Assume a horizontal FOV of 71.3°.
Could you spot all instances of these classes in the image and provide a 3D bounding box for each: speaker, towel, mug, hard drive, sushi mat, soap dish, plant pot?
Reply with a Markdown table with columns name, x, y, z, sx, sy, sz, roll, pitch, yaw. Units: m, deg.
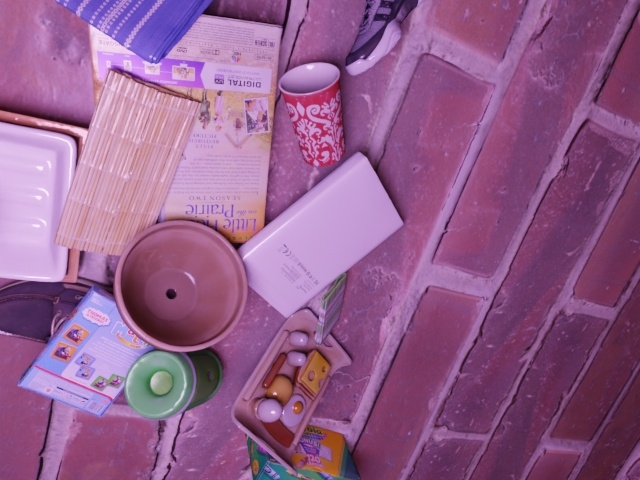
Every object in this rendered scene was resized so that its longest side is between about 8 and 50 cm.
| name | x | y | z | sx | sy | sz | roll | pitch | yaw |
| --- | --- | --- | --- | --- | --- | --- | --- | --- | --- |
| speaker | -0.280 | 0.277 | 0.896 | 0.131 | 0.296 | 0.131 | 0 | 76 | -1 |
| towel | -0.323 | -0.436 | 0.658 | 0.335 | 0.040 | 0.243 | 32 | 71 | -10 |
| mug | 0.006 | -0.247 | 0.870 | 0.150 | 0.113 | 0.169 | -41 | 142 | -24 |
| hard drive | 0.000 | 0.000 | 0.982 | 0.353 | 0.047 | 0.233 | -39 | 134 | 1 |
| sushi mat | -0.329 | -0.114 | 0.758 | 0.151 | 0.019 | 0.317 | 13 | 113 | -40 |
| soap dish | -0.535 | -0.079 | 0.779 | 0.228 | 0.118 | 0.291 | 8 | 107 | -20 |
| plant pot | -0.265 | 0.090 | 0.834 | 0.237 | 0.109 | 0.238 | 12 | 68 | -31 |
| towel | 0.022 | 0.160 | 1.044 | 0.023 | 0.113 | 0.152 | 21 | 127 | 19 |

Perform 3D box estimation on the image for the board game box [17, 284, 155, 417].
| name | x | y | z | sx | sy | sz | roll | pitch | yaw |
| --- | --- | --- | --- | --- | --- | --- | --- | --- | --- |
| board game box | -0.415 | 0.209 | 0.830 | 0.160 | 0.039 | 0.212 | 39 | 91 | -29 |

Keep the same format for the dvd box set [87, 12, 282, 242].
| name | x | y | z | sx | sy | sz | roll | pitch | yaw |
| --- | --- | --- | --- | --- | --- | --- | --- | --- | --- |
| dvd box set | -0.241 | -0.188 | 0.818 | 0.307 | 0.062 | 0.421 | -3 | 119 | -21 |

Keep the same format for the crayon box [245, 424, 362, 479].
| name | x | y | z | sx | sy | sz | roll | pitch | yaw |
| --- | --- | --- | --- | --- | --- | --- | --- | --- | --- |
| crayon box | -0.047 | 0.560 | 1.152 | 0.278 | 0.165 | 0.081 | 25 | 102 | -24 |

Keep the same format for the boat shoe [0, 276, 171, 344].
| name | x | y | z | sx | sy | sz | roll | pitch | yaw |
| --- | --- | --- | --- | --- | --- | --- | --- | --- | --- |
| boat shoe | -0.470 | 0.154 | 0.882 | 0.354 | 0.130 | 0.133 | 4 | 109 | -19 |

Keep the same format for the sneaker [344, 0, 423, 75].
| name | x | y | z | sx | sy | sz | roll | pitch | yaw |
| --- | --- | --- | --- | --- | --- | --- | --- | --- | --- |
| sneaker | 0.099 | -0.456 | 0.840 | 0.153 | 0.101 | 0.269 | 36 | 91 | -25 |

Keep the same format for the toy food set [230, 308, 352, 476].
| name | x | y | z | sx | sy | sz | roll | pitch | yaw |
| --- | --- | --- | --- | --- | --- | --- | --- | --- | --- |
| toy food set | -0.049 | 0.347 | 1.040 | 0.220 | 0.092 | 0.306 | 53 | 53 | -27 |
